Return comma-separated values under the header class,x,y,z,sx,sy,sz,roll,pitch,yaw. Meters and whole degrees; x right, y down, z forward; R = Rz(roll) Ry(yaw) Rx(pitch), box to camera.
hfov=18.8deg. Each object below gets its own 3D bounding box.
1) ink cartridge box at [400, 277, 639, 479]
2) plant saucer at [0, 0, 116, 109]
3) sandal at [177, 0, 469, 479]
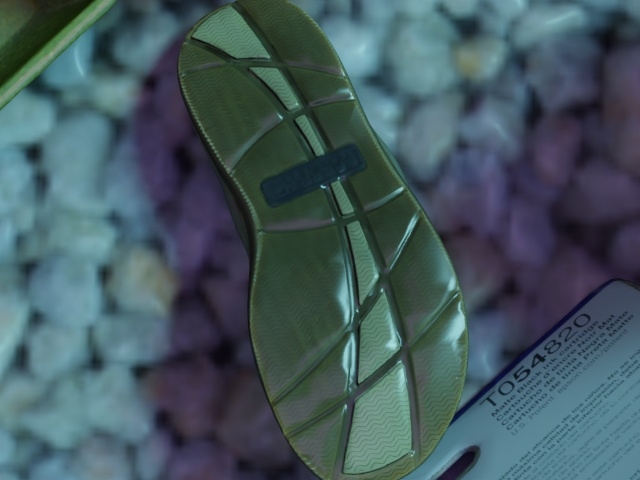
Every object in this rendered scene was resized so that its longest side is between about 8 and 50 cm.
class,x,y,z,sx,sy,sz,roll,pitch,yaw
ink cartridge box,0.059,0.116,0.561,0.223,0.224,0.045,-42,106,-2
plant saucer,-0.194,-0.084,0.674,0.188,0.045,0.188,-44,82,-4
sandal,0.000,0.000,0.655,0.072,0.049,0.180,-19,67,-5
